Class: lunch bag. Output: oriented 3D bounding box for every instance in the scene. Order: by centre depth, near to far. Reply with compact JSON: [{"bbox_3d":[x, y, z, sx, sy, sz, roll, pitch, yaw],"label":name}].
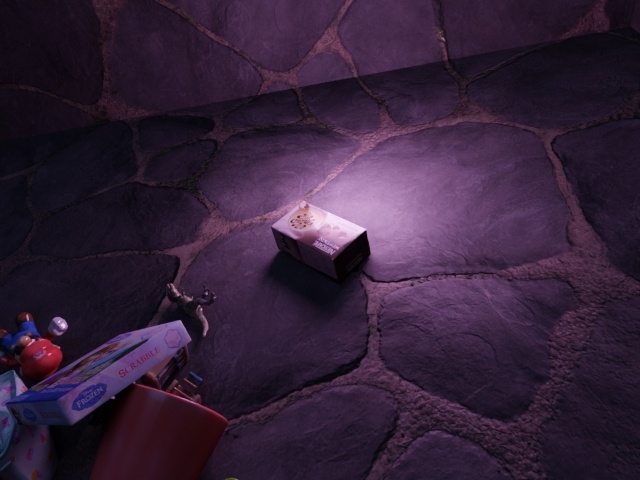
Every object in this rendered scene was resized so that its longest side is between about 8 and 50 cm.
[{"bbox_3d":[-0.786,0.507,1.153,0.160,0.223,0.262,-25,43,-24],"label":"lunch bag"}]

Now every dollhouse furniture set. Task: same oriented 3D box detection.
[{"bbox_3d":[-0.389,0.378,1.273,0.184,0.128,0.129,30,55,10],"label":"dollhouse furniture set"}]

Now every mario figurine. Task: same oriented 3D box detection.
[{"bbox_3d":[-0.932,0.314,1.436,0.321,0.170,0.197,15,85,39],"label":"mario figurine"}]

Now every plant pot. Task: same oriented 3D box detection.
[{"bbox_3d":[-0.386,0.491,1.047,0.275,0.274,0.243,6,58,22],"label":"plant pot"}]

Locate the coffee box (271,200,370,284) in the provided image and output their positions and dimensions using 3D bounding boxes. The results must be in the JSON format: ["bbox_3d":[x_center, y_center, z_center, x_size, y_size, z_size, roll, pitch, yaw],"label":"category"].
[{"bbox_3d":[0.000,0.000,1.537,0.297,0.118,0.168,28,57,37],"label":"coffee box"}]

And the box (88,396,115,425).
[{"bbox_3d":[-0.626,0.421,1.295,0.116,0.029,0.162,-54,42,17],"label":"box"}]

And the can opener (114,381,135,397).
[{"bbox_3d":[-0.567,0.417,1.311,0.186,0.073,0.059,22,62,45],"label":"can opener"}]

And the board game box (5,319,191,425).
[{"bbox_3d":[-0.530,0.315,1.099,0.319,0.065,0.318,-18,10,37],"label":"board game box"}]

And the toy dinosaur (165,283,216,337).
[{"bbox_3d":[-0.402,0.205,1.487,0.118,0.064,0.268,-42,51,-18],"label":"toy dinosaur"}]

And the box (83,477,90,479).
[{"bbox_3d":[-0.617,0.688,1.037,0.233,0.059,0.183,-25,42,-9],"label":"box"}]

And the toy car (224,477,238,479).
[{"bbox_3d":[-0.126,0.596,0.933,0.189,0.154,0.148,12,49,14],"label":"toy car"}]
